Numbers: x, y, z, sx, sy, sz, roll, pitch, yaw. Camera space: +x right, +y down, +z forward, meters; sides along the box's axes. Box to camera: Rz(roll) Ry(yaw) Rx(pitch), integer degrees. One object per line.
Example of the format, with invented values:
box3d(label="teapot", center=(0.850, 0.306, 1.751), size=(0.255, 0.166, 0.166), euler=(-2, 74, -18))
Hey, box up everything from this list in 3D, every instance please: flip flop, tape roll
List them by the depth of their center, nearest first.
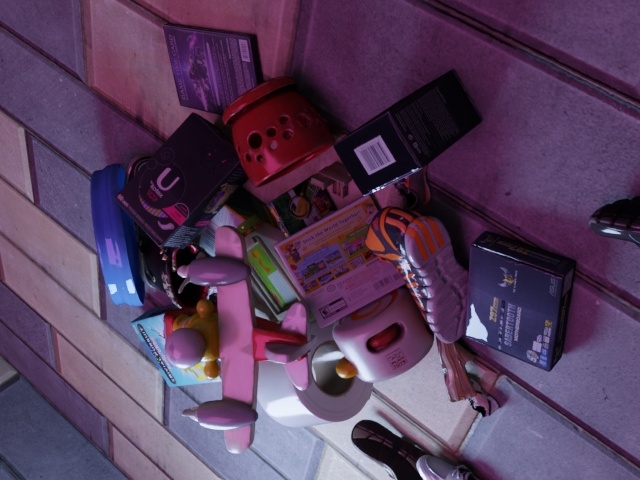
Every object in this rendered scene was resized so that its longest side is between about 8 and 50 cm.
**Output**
box3d(label="tape roll", center=(-0.017, 0.317, 1.798), size=(0.169, 0.246, 0.246), euler=(-26, 98, 51))
box3d(label="flip flop", center=(0.195, 0.556, 1.889), size=(0.277, 0.112, 0.080), euler=(33, 163, 19))

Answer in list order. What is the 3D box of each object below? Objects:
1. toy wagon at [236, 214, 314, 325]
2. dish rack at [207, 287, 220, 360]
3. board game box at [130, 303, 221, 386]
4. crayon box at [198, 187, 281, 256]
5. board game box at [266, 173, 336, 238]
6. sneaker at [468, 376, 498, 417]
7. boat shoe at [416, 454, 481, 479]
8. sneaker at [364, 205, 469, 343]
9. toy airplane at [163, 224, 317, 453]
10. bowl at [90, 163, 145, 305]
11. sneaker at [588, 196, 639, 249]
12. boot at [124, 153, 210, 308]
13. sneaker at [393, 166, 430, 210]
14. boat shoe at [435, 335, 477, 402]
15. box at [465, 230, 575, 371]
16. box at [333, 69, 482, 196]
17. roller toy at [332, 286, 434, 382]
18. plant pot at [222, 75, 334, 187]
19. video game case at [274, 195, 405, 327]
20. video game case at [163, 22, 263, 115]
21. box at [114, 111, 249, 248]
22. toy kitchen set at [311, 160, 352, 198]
box3d(label="toy wagon", center=(-0.139, 0.093, 1.760), size=(0.267, 0.068, 0.344), euler=(56, 142, -3))
box3d(label="dish rack", center=(-0.244, 0.191, 2.066), size=(0.285, 0.072, 0.333), euler=(-4, 115, 47))
box3d(label="board game box", center=(-0.431, 0.325, 2.344), size=(0.336, 0.079, 0.254), euler=(-18, 104, 49))
box3d(label="crayon box", center=(-0.149, 0.021, 1.836), size=(0.323, 0.083, 0.203), euler=(38, 139, 19))
box3d(label="board game box", center=(0.000, 0.000, 1.630), size=(0.260, 0.136, 0.030), euler=(60, 153, -10))
box3d(label="sneaker", center=(0.333, 0.337, 1.626), size=(0.109, 0.044, 0.040), euler=(40, 141, 19))
box3d(label="boat shoe", center=(0.337, 0.571, 1.778), size=(0.227, 0.079, 0.081), euler=(33, 128, 16))
box3d(label="sneaker", center=(0.199, 0.055, 1.507), size=(0.180, 0.124, 0.321), euler=(30, 148, 52))
box3d(label="toy airplane", center=(-0.200, 0.221, 1.620), size=(0.386, 0.272, 0.384), euler=(56, 130, 22))
box3d(label="bowl", center=(-0.546, -0.010, 2.029), size=(0.391, 0.077, 0.391), euler=(170, 90, -82))
box3d(label="sneaker", center=(0.538, 0.005, 1.132), size=(0.267, 0.101, 0.106), euler=(12, 128, 39))
box3d(label="boot", center=(-0.388, -0.016, 1.912), size=(0.284, 0.138, 0.377), euler=(29, 124, 55))
box3d(label="sneaker", center=(0.165, -0.127, 1.428), size=(0.061, 0.065, 0.158), euler=(-1, 118, 45))
box3d(label="boat shoe", center=(0.291, 0.248, 1.596), size=(0.072, 0.068, 0.190), euler=(-12, 104, 13))
box3d(label="box", center=(0.369, 0.115, 1.411), size=(0.183, 0.059, 0.233), euler=(23, 132, 34))
box3d(label="box", center=(0.151, -0.185, 1.288), size=(0.153, 0.207, 0.108), euler=(-24, 100, 51))
box3d(label="roller toy", center=(0.135, 0.205, 1.598), size=(0.191, 0.209, 0.146), euler=(-18, 107, 46))
box3d(label="plant pot", center=(-0.092, -0.224, 1.516), size=(0.191, 0.191, 0.174), euler=(-25, 96, 50))
box3d(label="video game case", center=(0.050, 0.044, 1.580), size=(0.206, 0.227, 0.026), euler=(61, -176, -10))
box3d(label="video game case", center=(-0.235, -0.373, 1.674), size=(0.274, 0.026, 0.196), euler=(19, 130, 36))
box3d(label="box", center=(-0.303, -0.131, 1.715), size=(0.165, 0.270, 0.143), euler=(44, -175, 10))
box3d(label="toy kitchen set", center=(0.033, -0.107, 1.558), size=(0.068, 0.083, 0.075), euler=(26, 134, 31))
